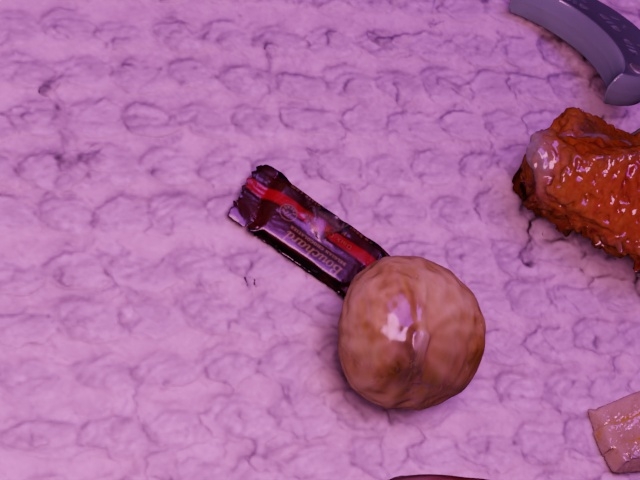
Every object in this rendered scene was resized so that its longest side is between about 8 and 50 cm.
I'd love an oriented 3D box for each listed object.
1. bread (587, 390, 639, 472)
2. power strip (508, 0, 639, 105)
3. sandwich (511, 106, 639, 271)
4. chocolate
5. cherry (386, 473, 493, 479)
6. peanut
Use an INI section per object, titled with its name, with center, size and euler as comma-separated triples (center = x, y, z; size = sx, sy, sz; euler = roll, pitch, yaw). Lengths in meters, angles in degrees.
[bread]
center = 0.353, 0.169, 1.655
size = 0.152, 0.105, 0.077
euler = -1, 54, -33
[power strip]
center = 0.315, -0.213, 1.890
size = 0.137, 0.044, 0.216
euler = -7, 46, -45
[sandwich]
center = 0.340, -0.065, 1.767
size = 0.301, 0.162, 0.250
euler = 9, 52, -30
[chocolate]
center = 0.000, 0.000, 1.606
size = 0.182, 0.028, 0.086
euler = 39, 51, -6
[cherry]
center = 0.111, 0.343, 1.290
size = 0.335, 0.291, 0.326
euler = 25, 58, 9
[peanut]
center = 0.081, 0.084, 1.543
size = 0.159, 0.109, 0.141
euler = 10, 87, -49
